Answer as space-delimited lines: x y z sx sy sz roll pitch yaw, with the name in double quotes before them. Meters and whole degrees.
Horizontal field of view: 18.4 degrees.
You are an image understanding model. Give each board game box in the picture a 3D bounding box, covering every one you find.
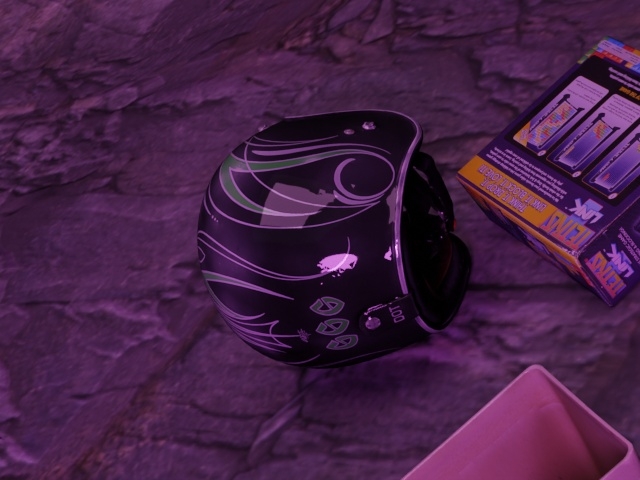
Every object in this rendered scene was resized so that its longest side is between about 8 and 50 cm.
"board game box" 0.181 -0.047 1.235 0.141 0.048 0.170 -43 29 -2

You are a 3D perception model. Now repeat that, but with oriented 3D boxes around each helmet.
"helmet" 0.000 0.000 1.264 0.161 0.169 0.169 -4 42 24

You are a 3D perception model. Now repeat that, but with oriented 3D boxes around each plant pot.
"plant pot" 0.114 0.147 0.983 0.109 0.096 0.109 -40 28 -3
